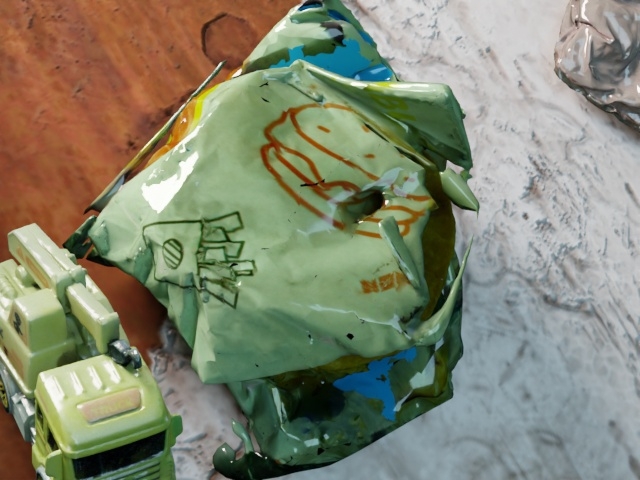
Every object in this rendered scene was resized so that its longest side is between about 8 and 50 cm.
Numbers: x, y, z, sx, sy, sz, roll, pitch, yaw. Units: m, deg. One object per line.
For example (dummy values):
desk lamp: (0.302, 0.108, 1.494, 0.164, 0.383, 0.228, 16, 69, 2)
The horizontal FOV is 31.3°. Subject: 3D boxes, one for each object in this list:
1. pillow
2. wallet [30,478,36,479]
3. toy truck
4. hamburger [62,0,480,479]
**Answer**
pillow: (0.276, -0.207, 0.938, 0.135, 0.049, 0.248, 27, 66, -12)
wallet: (-0.209, 0.202, 0.627, 0.230, 0.042, 0.124, -8, 83, -26)
toy truck: (-0.138, 0.065, 0.628, 0.077, 0.100, 0.169, -14, 44, -25)
hamburger: (0.008, 0.001, 0.713, 0.260, 0.150, 0.276, -36, 95, -25)
